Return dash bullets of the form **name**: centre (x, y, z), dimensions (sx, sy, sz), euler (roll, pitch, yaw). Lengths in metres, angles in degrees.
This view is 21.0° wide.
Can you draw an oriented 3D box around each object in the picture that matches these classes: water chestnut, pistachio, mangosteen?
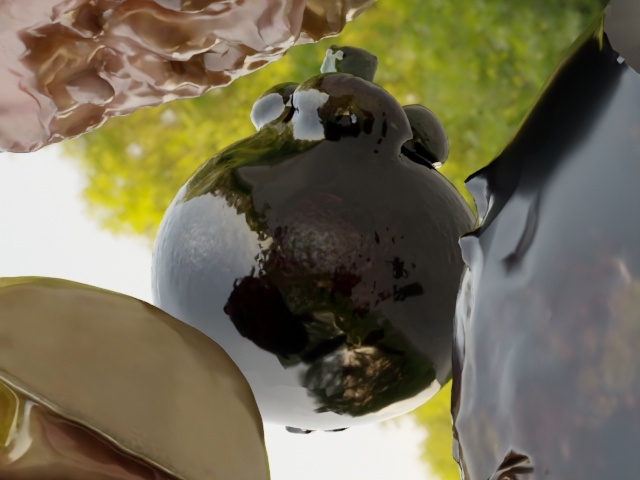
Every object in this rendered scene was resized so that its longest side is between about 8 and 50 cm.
- **water chestnut**: centre (0.188, 0.068, 0.608), dimensions (0.335, 0.335, 0.347), euler (-120, 34, -41)
- **pistachio**: centre (-0.165, 0.144, 1.194), dimensions (0.309, 0.230, 0.230), euler (24, -153, -47)
- **mangosteen**: centre (0.007, 0.011, 1.462), dimensions (0.297, 0.313, 0.297), euler (15, -150, -9)

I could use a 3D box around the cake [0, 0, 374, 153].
- **cake**: centre (-0.138, -0.226, 0.854), dimensions (0.306, 0.314, 0.293), euler (58, -144, -37)
